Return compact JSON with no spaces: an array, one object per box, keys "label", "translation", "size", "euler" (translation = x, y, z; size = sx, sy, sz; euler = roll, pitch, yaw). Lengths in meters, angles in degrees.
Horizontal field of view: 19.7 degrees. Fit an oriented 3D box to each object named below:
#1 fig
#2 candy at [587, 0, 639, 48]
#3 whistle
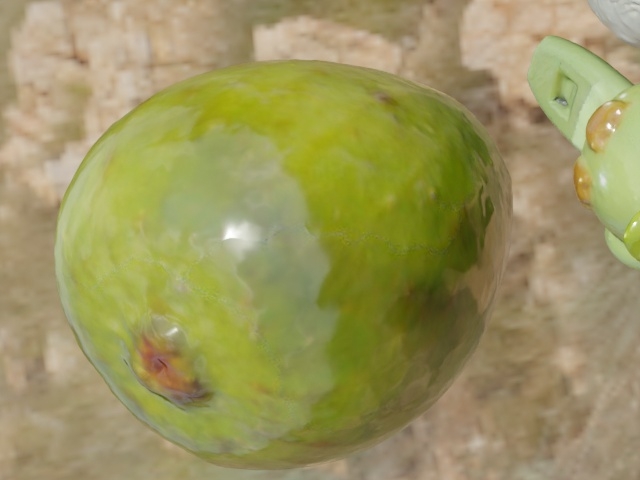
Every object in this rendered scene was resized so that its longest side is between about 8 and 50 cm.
[{"label":"fig","translation":[0.000,0.000,1.162],"size":[0.258,0.326,0.258],"euler":[21,124,35]},{"label":"candy","translation":[0.287,-0.288,1.462],"size":[0.185,0.295,0.295],"euler":[7,108,24]},{"label":"whistle","translation":[0.201,-0.031,1.080],"size":[0.294,0.141,0.141],"euler":[37,132,35]}]
